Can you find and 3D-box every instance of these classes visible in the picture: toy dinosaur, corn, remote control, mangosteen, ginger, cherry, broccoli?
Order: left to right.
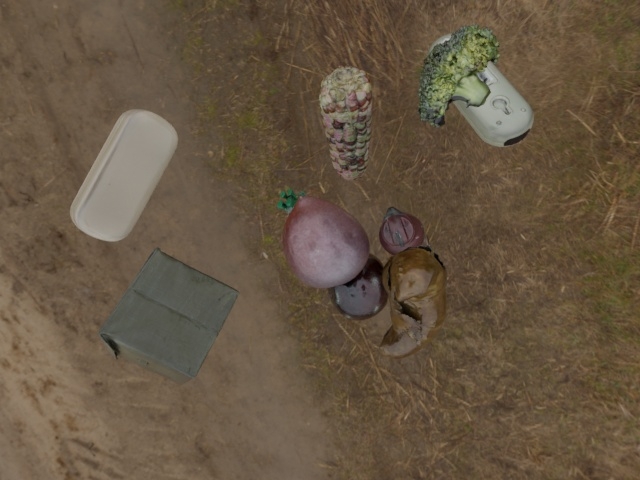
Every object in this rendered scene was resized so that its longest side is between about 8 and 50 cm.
[{"bbox_3d":[-0.080,-0.106,1.279,0.059,0.132,0.096,-11,152,39],"label":"toy dinosaur"},{"bbox_3d":[0.002,0.011,1.080,0.239,0.206,0.239,12,155,6],"label":"cherry"},{"bbox_3d":[0.055,-0.209,0.773,0.092,0.280,0.092,-3,68,7],"label":"corn"},{"bbox_3d":[0.125,0.131,1.217,0.216,0.216,0.216,6,113,15],"label":"mangosteen"},{"bbox_3d":[0.162,0.107,0.708,0.107,0.133,0.309,16,149,22],"label":"ginger"},{"bbox_3d":[0.156,-0.182,0.462,0.092,0.097,0.095,33,146,-9],"label":"broccoli"},{"bbox_3d":[0.239,-0.237,0.625,0.078,0.042,0.221,-27,66,2],"label":"remote control"}]

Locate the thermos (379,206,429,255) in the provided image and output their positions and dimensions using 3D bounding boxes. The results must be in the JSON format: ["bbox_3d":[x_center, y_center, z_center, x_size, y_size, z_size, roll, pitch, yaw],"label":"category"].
[{"bbox_3d":[0.213,0.006,1.053,0.109,0.330,0.136,16,88,19],"label":"thermos"}]

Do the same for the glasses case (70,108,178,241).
[{"bbox_3d":[-0.282,-0.094,0.590,0.050,0.083,0.196,24,84,42],"label":"glasses case"}]

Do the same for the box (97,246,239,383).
[{"bbox_3d":[-0.257,0.143,0.689,0.149,0.155,0.231,29,149,-10],"label":"box"}]
